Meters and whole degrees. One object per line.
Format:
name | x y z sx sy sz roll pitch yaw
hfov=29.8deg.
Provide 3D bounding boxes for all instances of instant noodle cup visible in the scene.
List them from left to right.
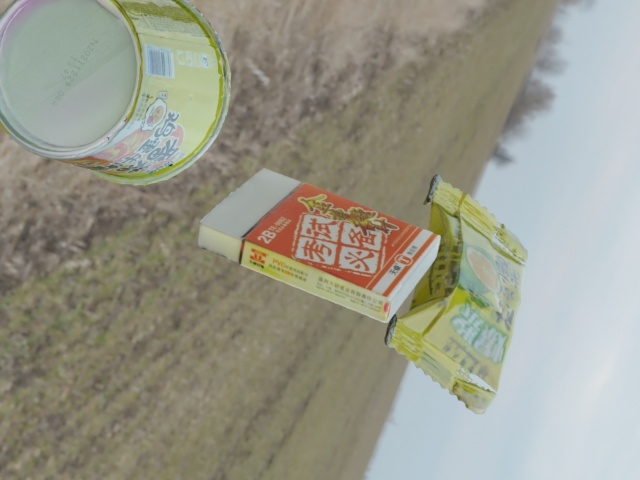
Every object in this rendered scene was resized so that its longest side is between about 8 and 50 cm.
instant noodle cup | -0.264 -0.193 1.445 0.264 0.264 0.200 -69 165 9

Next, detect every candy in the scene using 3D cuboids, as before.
candy | 0.181 0.063 1.531 0.081 0.187 0.297 -32 -151 46

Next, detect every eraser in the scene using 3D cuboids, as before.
eraser | 0.000 0.000 1.325 0.157 0.230 0.038 -47 153 -53
